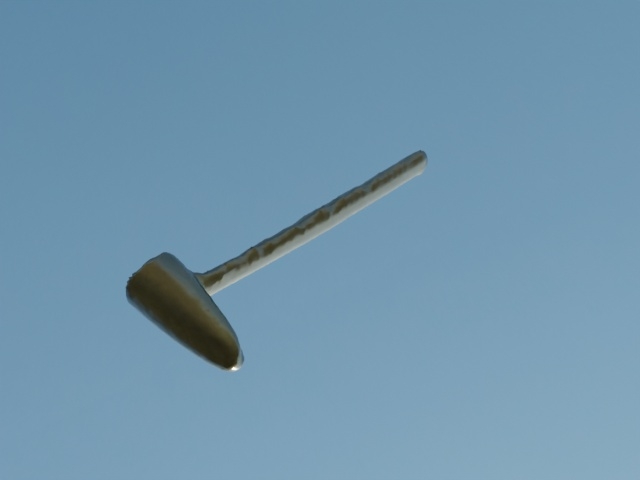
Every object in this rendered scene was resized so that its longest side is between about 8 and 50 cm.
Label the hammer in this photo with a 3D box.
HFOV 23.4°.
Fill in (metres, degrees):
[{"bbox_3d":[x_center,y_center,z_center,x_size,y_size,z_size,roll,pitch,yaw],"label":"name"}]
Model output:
[{"bbox_3d":[0.000,0.000,0.707,0.060,0.195,0.028,37,-46,22],"label":"hammer"}]
